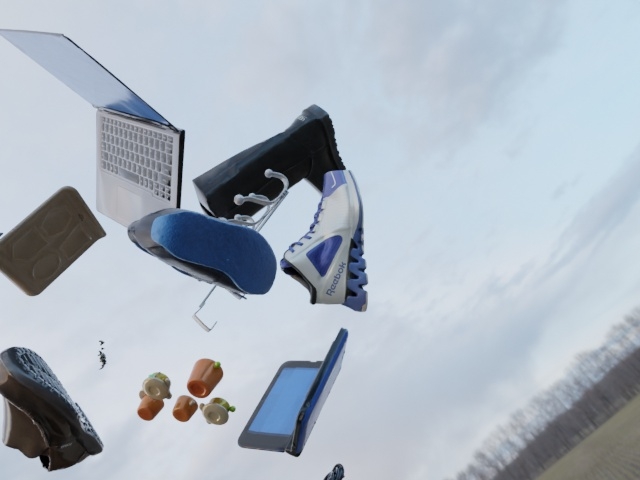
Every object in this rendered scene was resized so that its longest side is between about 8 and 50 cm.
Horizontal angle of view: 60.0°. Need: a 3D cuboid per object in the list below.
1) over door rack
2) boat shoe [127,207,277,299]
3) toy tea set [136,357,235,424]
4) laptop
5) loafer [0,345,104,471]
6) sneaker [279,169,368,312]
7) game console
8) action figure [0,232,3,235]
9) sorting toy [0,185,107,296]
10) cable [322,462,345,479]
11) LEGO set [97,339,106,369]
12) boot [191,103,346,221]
[{"bbox_3d":[-0.197,0.013,1.245,0.239,0.108,0.324,-44,22,53],"label":"over door rack"},{"bbox_3d":[-0.152,0.008,0.768,0.258,0.089,0.109,42,-123,-55],"label":"boat shoe"},{"bbox_3d":[-0.421,0.458,1.706,0.336,0.124,0.200,-5,-64,16],"label":"toy tea set"},{"bbox_3d":[-0.483,-0.203,1.148,0.236,0.382,0.408,-9,-67,-44],"label":"laptop"},{"bbox_3d":[-0.504,0.330,0.994,0.130,0.134,0.366,-34,-36,-26],"label":"loafer"},{"bbox_3d":[0.000,0.001,1.195,0.182,0.315,0.127,-3,-14,-6],"label":"sneaker"},{"bbox_3d":[-0.068,0.363,1.377,0.293,0.173,0.250,-58,-17,-47],"label":"game console"},{"bbox_3d":[-0.751,-0.045,0.942,0.275,0.248,0.370,-13,-30,12],"label":"action figure"},{"bbox_3d":[-0.562,0.002,1.141,0.208,0.038,0.193,-45,-23,-22],"label":"sorting toy"},{"bbox_3d":[-0.006,0.569,1.205,0.184,0.047,0.150,-59,-21,-5],"label":"cable"},{"bbox_3d":[-0.610,0.322,1.559,0.023,0.054,0.083,3,-71,-37],"label":"LEGO set"},{"bbox_3d":[-0.132,-0.145,1.663,0.445,0.146,0.367,-41,-46,-22],"label":"boot"}]
